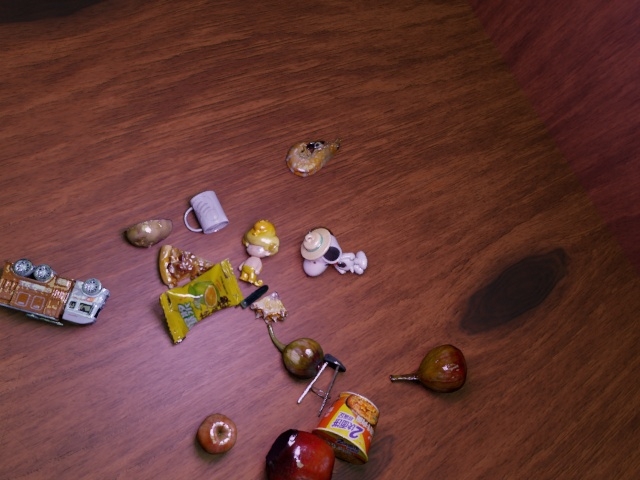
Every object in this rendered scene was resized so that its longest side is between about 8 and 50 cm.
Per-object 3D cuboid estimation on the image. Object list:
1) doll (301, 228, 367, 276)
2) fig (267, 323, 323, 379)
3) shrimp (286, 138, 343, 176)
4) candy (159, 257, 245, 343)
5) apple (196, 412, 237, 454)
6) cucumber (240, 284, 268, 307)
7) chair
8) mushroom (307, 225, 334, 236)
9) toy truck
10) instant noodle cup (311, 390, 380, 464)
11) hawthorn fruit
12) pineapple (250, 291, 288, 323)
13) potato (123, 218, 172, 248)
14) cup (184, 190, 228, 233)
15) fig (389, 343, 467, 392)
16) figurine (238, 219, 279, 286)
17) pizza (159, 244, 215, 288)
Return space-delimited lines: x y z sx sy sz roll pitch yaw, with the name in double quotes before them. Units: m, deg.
"doll" 0.054 0.046 2.026 0.272 0.208 0.144 -4 43 -20
"fig" -0.105 0.385 1.881 0.245 0.149 0.149 30 60 18
"shrimp" -0.026 -0.372 2.218 0.152 0.063 0.287 44 62 10
"candy" -0.405 0.204 1.822 0.297 0.081 0.187 -29 107 -37
"apple" -0.331 0.623 1.696 0.126 0.102 0.125 10 62 -20
"cucumber" -0.234 0.199 1.925 0.133 0.032 0.032 -36 87 -39
"chair" 0.022 0.509 1.889 0.104 0.095 0.221 39 60 -19
"mushroom" 0.000 0.000 2.093 0.123 0.052 0.123 6 68 -16
"toy truck" -0.826 0.172 1.637 0.306 0.136 0.162 19 72 -13
"instant noodle cup" 0.099 0.638 1.825 0.213 0.213 0.174 38 52 -6
"hawthorn fruit" -0.053 0.729 1.721 0.250 0.215 0.215 18 65 -25
"pineapple" -0.182 0.237 1.919 0.137 0.069 0.116 18 59 -12
"potato" -0.579 -0.019 1.834 0.172 0.101 0.089 -15 83 -30
"cup" -0.421 -0.096 1.923 0.136 0.099 0.133 -22 82 -29
"fig" 0.430 0.521 2.053 0.290 0.191 0.190 -27 82 8
"figurine" -0.227 0.039 1.952 0.156 0.131 0.246 16 77 26
"pizza" -0.464 0.087 1.854 0.194 0.069 0.154 -1 71 -22
